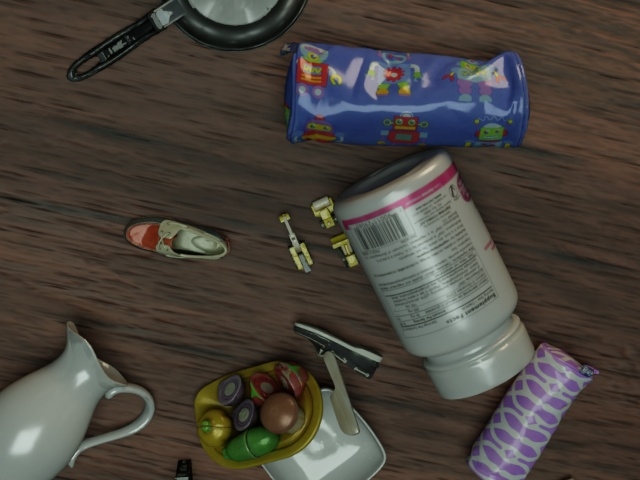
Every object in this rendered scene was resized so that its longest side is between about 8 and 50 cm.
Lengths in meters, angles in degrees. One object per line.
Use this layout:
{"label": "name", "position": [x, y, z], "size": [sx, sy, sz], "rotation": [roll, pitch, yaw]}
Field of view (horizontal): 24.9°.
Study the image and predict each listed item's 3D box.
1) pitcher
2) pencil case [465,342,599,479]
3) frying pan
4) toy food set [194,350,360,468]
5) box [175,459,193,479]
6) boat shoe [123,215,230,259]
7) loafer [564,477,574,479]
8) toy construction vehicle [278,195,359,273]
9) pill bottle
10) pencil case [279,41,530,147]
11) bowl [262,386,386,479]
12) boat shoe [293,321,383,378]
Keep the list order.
{"label": "pitcher", "position": [-0.327, 0.233, 1.844], "size": [0.207, 0.125, 0.178], "rotation": [-47, 116, -3]}
{"label": "pencil case", "position": [0.273, 0.230, 1.882], "size": [0.088, 0.086, 0.206], "rotation": [27, 102, -35]}
{"label": "frying pan", "position": [-0.169, -0.317, 1.771], "size": [0.326, 0.053, 0.197], "rotation": [-11, 101, -3]}
{"label": "toy food set", "position": [-0.072, 0.210, 1.825], "size": [0.218, 0.071, 0.128], "rotation": [-19, 68, 18]}
{"label": "box", "position": [-0.175, 0.336, 1.889], "size": [0.018, 0.067, 0.083], "rotation": [-4, 102, -1]}
{"label": "boat shoe", "position": [-0.182, 0.000, 1.833], "size": [0.137, 0.043, 0.049], "rotation": [10, 103, -3]}
{"label": "loafer", "position": [0.352, 0.374, 1.932], "size": [0.039, 0.045, 0.125], "rotation": [-34, 98, -2]}
{"label": "toy construction vehicle", "position": [0.000, 0.000, 1.844], "size": [0.086, 0.035, 0.098], "rotation": [-20, 101, 2]}
{"label": "pill bottle", "position": [0.145, 0.043, 1.796], "size": [0.160, 0.160, 0.283], "rotation": [-27, 102, 3]}
{"label": "pencil case", "position": [0.101, -0.178, 1.772], "size": [0.306, 0.133, 0.119], "rotation": [2, 143, -2]}
{"label": "bowl", "position": [-0.002, 0.267, 1.889], "size": [0.142, 0.053, 0.142], "rotation": [-37, 101, 6]}
{"label": "boat shoe", "position": [0.018, 0.141, 1.870], "size": [0.125, 0.046, 0.038], "rotation": [24, 95, -15]}
